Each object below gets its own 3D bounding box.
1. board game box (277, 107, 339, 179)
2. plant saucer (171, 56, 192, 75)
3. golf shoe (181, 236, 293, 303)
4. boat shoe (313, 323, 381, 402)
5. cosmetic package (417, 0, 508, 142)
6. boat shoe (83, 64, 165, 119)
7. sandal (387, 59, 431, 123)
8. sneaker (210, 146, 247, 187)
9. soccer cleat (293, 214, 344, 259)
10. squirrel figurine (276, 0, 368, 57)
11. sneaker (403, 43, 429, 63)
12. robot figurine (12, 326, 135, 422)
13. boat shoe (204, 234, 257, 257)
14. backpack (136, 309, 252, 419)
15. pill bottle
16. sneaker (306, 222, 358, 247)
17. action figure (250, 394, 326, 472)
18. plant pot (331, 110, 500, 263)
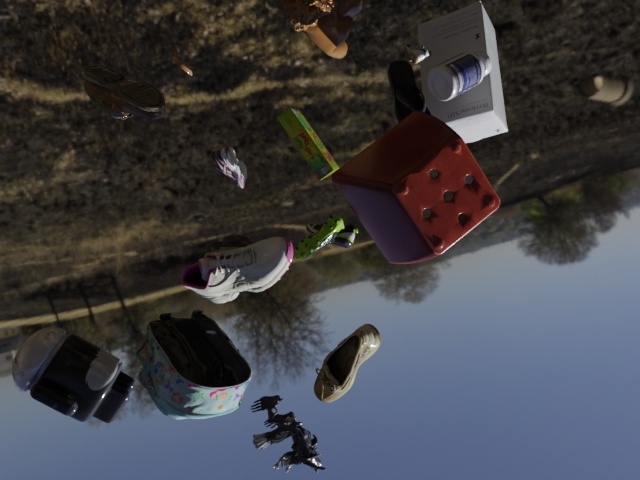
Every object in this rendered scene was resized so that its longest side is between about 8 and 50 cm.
[{"bbox_3d":[-0.028,-0.236,1.465,0.043,0.181,0.092,-35,-177,14],"label":"board game box"},{"bbox_3d":[-0.456,-0.578,1.989,0.013,0.083,0.083,-50,173,7],"label":"plant saucer"},{"bbox_3d":[-0.203,0.068,1.429,0.306,0.115,0.140,-27,149,30],"label":"golf shoe"},{"bbox_3d":[0.053,0.340,1.646,0.089,0.104,0.285,-3,131,-52],"label":"boat shoe"},{"bbox_3d":[0.429,-0.497,1.833,0.217,0.385,0.156,-14,155,29],"label":"cosmetic package"},{"bbox_3d":[-0.553,-0.401,1.713,0.307,0.104,0.110,32,-141,27],"label":"boat shoe"},{"bbox_3d":[0.247,-0.402,1.683,0.097,0.255,0.054,-13,161,-14],"label":"sandal"},{"bbox_3d":[-0.303,-0.245,1.989,0.077,0.072,0.178,0,142,20],"label":"sneaker"},{"bbox_3d":[0.000,0.000,1.762,0.179,0.060,0.072,-41,146,-3],"label":"soccer cleat"},{"bbox_3d":[0.060,-0.750,1.685,0.370,0.281,0.397,-37,178,22],"label":"squirrel figurine"},{"bbox_3d":[0.195,-0.382,1.220,0.037,0.032,0.083,-25,-145,1],"label":"sneaker"},{"bbox_3d":[-0.597,0.328,1.450,0.209,0.278,0.174,-32,-152,61],"label":"robot figurine"},{"bbox_3d":[-0.244,0.018,1.801,0.223,0.073,0.080,-10,163,10],"label":"boat shoe"},{"bbox_3d":[-0.295,0.308,1.415,0.225,0.191,0.253,4,-156,-47],"label":"backpack"},{"bbox_3d":[0.371,-0.440,1.585,0.169,0.094,0.094,-31,-174,-27],"label":"pill bottle"},{"bbox_3d":[0.050,-0.040,2.238,0.234,0.097,0.084,19,170,42],"label":"sneaker"},{"bbox_3d":[-0.090,0.519,1.549,0.141,0.164,0.275,-33,-154,-13],"label":"action figure"},{"bbox_3d":[0.226,-0.106,1.311,0.267,0.267,0.236,-38,-164,-5],"label":"plant pot"}]
